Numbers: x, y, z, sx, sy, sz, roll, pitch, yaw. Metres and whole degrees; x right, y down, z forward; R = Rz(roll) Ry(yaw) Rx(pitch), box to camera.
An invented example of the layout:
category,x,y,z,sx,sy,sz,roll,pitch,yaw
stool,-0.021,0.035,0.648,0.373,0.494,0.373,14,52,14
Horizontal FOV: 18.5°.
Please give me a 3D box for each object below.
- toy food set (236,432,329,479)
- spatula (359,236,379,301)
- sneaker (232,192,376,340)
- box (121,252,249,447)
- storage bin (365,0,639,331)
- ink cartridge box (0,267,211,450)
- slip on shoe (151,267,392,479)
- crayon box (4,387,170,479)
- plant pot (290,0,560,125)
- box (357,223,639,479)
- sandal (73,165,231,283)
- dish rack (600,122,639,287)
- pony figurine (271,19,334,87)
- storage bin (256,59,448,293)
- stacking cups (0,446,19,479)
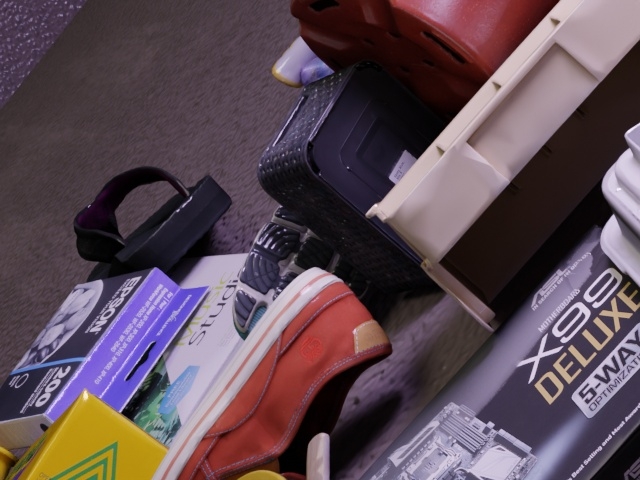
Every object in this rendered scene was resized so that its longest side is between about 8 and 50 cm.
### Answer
category,x,y,z,sx,sy,sz,roll,pitch,yaw
toy food set,-0.035,0.247,1.503,0.218,0.071,0.128,-35,48,40
spatula,0.044,0.026,1.776,0.084,0.030,0.296,-17,37,55
sneaker,0.000,0.000,1.765,0.275,0.107,0.110,-59,5,-37
box,-0.128,0.118,1.939,0.232,0.058,0.322,-56,19,-17
storage bin,0.166,-0.076,1.443,0.262,0.123,0.260,-48,0,3
ink cartridge box,-0.231,0.116,1.962,0.208,0.045,0.206,-12,36,49
slip on shoe,-0.056,0.181,1.599,0.331,0.101,0.123,-57,-17,11
crayon box,-0.284,0.318,1.718,0.313,0.106,0.363,-60,7,-24
plant pot,0.122,-0.257,1.674,0.272,0.272,0.265,-8,51,62
box,0.137,0.152,1.271,0.307,0.076,0.242,-48,19,6
sandal,-0.201,-0.027,2.211,0.167,0.107,0.446,-47,7,-15
dish rack,0.314,-0.050,1.159,0.286,0.072,0.333,-30,22,1
pony figurine,0.086,-0.312,2.020,0.363,0.303,0.351,-57,6,26
storage bin,0.052,-0.052,1.676,0.084,0.180,0.122,-18,37,57
stacking cups,-0.394,0.341,1.910,0.096,0.096,0.316,-16,49,58
